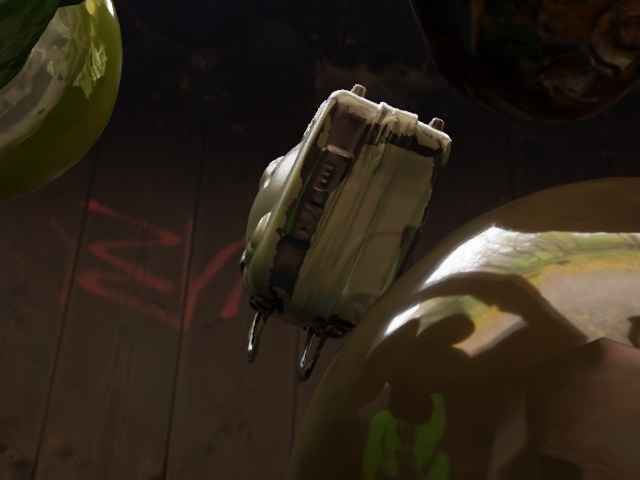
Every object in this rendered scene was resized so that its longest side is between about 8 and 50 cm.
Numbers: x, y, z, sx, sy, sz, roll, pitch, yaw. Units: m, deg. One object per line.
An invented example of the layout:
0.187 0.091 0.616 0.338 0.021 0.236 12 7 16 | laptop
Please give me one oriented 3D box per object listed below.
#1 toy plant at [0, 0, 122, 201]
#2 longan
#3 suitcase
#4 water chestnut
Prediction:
-0.181 -0.112 0.520 0.224 0.316 0.184 -27 -82 -12 | toy plant
0.158 0.129 0.508 0.361 0.361 0.361 3 -123 -4 | longan
0.000 0.000 1.255 0.194 0.351 0.339 24 -96 -3 | suitcase
0.200 -0.245 0.877 0.289 0.289 0.244 36 -137 16 | water chestnut
